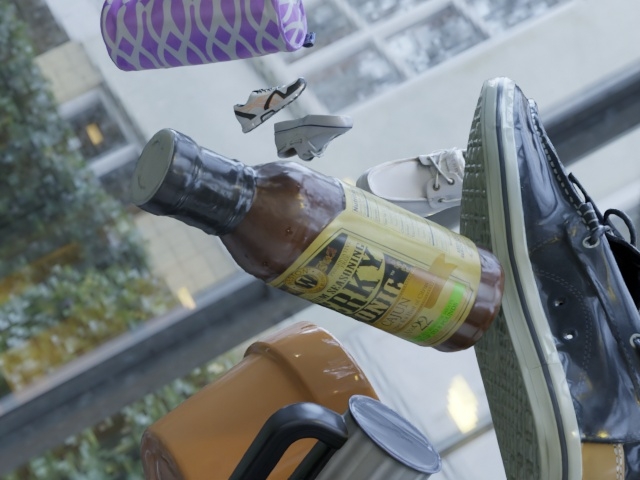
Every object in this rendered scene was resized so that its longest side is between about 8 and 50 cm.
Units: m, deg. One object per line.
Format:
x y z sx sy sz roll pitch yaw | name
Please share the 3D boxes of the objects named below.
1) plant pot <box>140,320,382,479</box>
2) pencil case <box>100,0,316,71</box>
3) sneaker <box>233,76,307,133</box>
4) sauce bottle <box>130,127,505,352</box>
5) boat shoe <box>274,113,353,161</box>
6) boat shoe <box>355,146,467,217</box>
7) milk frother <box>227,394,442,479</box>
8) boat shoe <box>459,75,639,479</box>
-0.056 0.255 1.473 0.291 0.204 0.290 49 -30 40 | plant pot
-0.113 -0.219 1.379 0.086 0.206 0.088 66 26 -47 | pencil case
-0.067 -0.185 1.841 0.043 0.109 0.040 57 11 -1 | sneaker
0.000 0.000 1.214 0.344 0.111 0.111 22 8 -27 | sauce bottle
-0.007 -0.081 1.124 0.100 0.035 0.035 -4 -95 55 | boat shoe
0.190 -0.099 2.091 0.096 0.277 0.098 122 -42 -61 | boat shoe
0.012 0.198 0.986 0.129 0.134 0.143 24 19 -39 | milk frother
0.229 0.042 1.352 0.186 0.156 0.500 95 -10 -49 | boat shoe
